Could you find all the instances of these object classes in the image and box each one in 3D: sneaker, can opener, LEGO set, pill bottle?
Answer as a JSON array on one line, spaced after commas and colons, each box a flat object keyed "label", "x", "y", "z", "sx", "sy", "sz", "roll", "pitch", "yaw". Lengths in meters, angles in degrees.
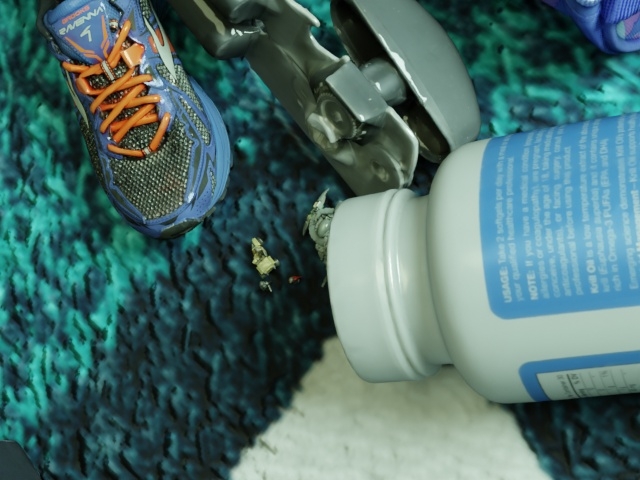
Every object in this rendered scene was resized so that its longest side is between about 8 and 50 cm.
[{"label": "sneaker", "x": -0.118, "y": -0.100, "z": 0.631, "sx": 0.083, "sy": 0.087, "sz": 0.221, "roll": -27, "pitch": 72, "yaw": 11}, {"label": "can opener", "x": -0.029, "y": -0.144, "z": 0.604, "sx": 0.095, "sy": 0.076, "sz": 0.283, "roll": -35, "pitch": 83, "yaw": -26}, {"label": "LEGO set", "x": 0.000, "y": 0.003, "z": 0.605, "sx": 0.083, "sy": 0.023, "sz": 0.054, "roll": -33, "pitch": 71, "yaw": 9}, {"label": "pill bottle", "x": 0.121, "y": 0.008, "z": 0.509, "sx": 0.221, "sy": 0.124, "sz": 0.124, "roll": -8, "pitch": 77, "yaw": 20}]

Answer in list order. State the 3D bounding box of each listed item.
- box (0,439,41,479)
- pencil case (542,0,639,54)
[{"label": "box", "x": -0.211, "y": 0.296, "z": 0.531, "sx": 0.296, "sy": 0.183, "sz": 0.294, "roll": -45, "pitch": 69, "yaw": 4}, {"label": "pencil case", "x": 0.062, "y": -0.203, "z": 0.573, "sx": 0.306, "sy": 0.119, "sz": 0.133, "roll": 34, "pitch": 49, "yaw": 22}]
